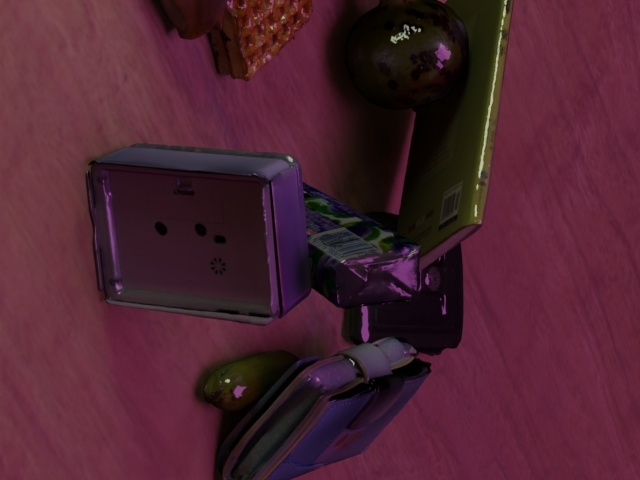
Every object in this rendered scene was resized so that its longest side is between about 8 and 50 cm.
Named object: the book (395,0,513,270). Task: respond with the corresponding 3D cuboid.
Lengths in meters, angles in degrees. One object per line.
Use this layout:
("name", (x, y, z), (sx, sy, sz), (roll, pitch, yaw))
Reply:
("book", (0.159, -0.145, 2.050), (0.239, 0.035, 0.352), (140, -37, -68))

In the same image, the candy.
("candy", (0.000, 0.000, 1.718), (0.088, 0.312, 0.061), (-10, 107, -19))

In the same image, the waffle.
("waffle", (-0.062, -0.238, 1.810), (0.148, 0.042, 0.102), (-50, 138, -45))

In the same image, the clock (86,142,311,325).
("clock", (-0.110, -0.007, 1.619), (0.073, 0.193, 0.145), (-34, 125, -56))

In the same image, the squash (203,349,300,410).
("squash", (-0.062, 0.145, 1.880), (0.183, 0.052, 0.052), (-9, 104, -59))

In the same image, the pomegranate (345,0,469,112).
("pomegranate", (0.096, -0.231, 2.000), (0.148, 0.148, 0.169), (4, 84, -61))

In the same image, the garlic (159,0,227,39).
("garlic", (-0.124, -0.253, 1.672), (0.084, 0.066, 0.152), (-66, 149, -25))

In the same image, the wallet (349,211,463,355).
("wallet", (0.109, 0.055, 2.177), (0.245, 0.052, 0.169), (9, 84, -58))

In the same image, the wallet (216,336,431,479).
("wallet", (0.009, 0.191, 1.935), (0.176, 0.075, 0.250), (-51, 160, 22))
